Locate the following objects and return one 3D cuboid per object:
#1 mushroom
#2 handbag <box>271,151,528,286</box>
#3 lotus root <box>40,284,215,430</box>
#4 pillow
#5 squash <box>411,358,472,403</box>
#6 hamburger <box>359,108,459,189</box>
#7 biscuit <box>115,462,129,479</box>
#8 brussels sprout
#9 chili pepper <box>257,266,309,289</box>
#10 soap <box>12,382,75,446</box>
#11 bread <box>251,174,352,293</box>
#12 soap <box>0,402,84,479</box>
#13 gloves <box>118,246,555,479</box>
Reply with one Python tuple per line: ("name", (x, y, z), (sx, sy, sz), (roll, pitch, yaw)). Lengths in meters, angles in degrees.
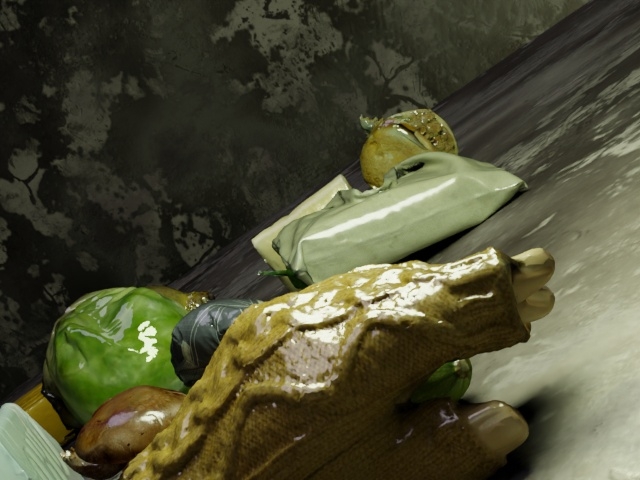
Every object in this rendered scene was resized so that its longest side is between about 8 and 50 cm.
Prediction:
("mushroom", (-0.218, 0.211, 1.484), (0.170, 0.080, 0.135), (-29, -3, 18))
("handbag", (0.089, -0.036, 1.775), (0.316, 0.109, 0.253), (-25, 11, -7))
("lotus root", (-0.300, 0.168, 2.107), (0.309, 0.173, 0.173), (-35, 6, -7))
("pillow", (-0.098, 0.123, 1.590), (0.161, 0.092, 0.335), (-5, -11, -8))
("squash", (0.054, 0.120, 1.111), (0.188, 0.095, 0.095), (-26, 12, 42))
("hamburger", (0.136, -0.144, 2.175), (0.159, 0.185, 0.131), (-51, 0, 37))
("biscuit", (-0.145, 0.241, 1.447), (0.284, 0.043, 0.306), (-30, 6, 29))
("brussels sprout", (-0.278, 0.171, 1.915), (0.244, 0.244, 0.244), (-36, 6, 5))
("chili pepper", (-0.005, 0.057, 1.916), (0.122, 0.065, 0.279), (-28, 13, -8))
("soap", (-0.515, 0.332, 2.526), (0.204, 0.096, 0.324), (-37, 6, -6))
("bread", (0.000, 0.000, 2.062), (0.178, 0.139, 0.060), (-37, 28, 5))
("soap", (-0.379, 0.304, 1.677), (0.095, 0.173, 0.289), (-35, 6, -4))
("gloves", (0.015, 0.114, 0.937), (0.356, 0.155, 0.203), (-33, 36, 4))
